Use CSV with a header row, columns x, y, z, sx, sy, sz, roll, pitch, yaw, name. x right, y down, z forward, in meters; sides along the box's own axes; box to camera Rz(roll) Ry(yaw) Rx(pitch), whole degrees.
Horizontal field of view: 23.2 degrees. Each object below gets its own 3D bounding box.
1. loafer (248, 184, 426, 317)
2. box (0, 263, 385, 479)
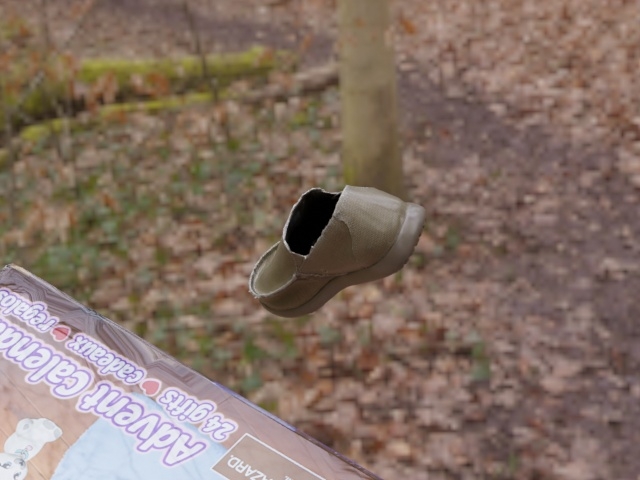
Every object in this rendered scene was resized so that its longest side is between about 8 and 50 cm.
x,y,z,sx,sy,sz,roll,pitch,yaw,name
0.000,0.000,0.830,0.148,0.050,0.056,-28,30,53,loafer
-0.048,0.138,0.389,0.293,0.057,0.201,26,56,32,box
